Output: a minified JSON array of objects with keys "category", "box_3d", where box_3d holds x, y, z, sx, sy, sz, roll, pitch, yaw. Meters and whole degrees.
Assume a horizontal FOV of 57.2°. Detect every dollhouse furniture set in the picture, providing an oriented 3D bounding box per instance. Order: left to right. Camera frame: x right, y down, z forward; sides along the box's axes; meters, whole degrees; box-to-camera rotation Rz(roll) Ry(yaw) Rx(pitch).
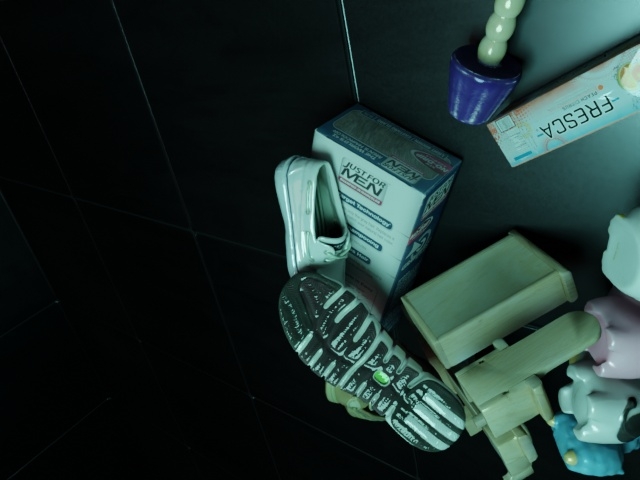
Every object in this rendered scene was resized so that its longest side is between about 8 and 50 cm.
[{"category":"dollhouse furniture set","box_3d":[0.267,0.190,0.764,0.355,0.174,0.303,60,-179,-29]}]

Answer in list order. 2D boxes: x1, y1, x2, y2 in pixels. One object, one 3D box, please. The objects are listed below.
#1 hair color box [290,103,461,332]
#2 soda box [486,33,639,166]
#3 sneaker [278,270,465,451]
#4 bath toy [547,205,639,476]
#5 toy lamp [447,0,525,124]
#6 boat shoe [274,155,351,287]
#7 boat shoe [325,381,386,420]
[{"category":"hair color box","box_3d":[0.063,-0.002,0.862,0.174,0.105,0.347,34,140,20]},{"category":"soda box","box_3d":[0.262,-0.140,0.586,0.183,0.063,0.058,-24,103,52]},{"category":"sneaker","box_3d":[0.065,0.154,0.785,0.281,0.106,0.162,44,-176,9]},{"category":"bath toy","box_3d":[0.353,0.110,0.655,0.129,0.151,0.348,0,126,0]},{"category":"toy lamp","box_3d":[0.185,-0.238,0.568,0.080,0.080,0.274,32,139,22]},{"category":"boat shoe","box_3d":[0.000,0.000,0.772,0.076,0.083,0.226,7,123,44]},{"category":"boat shoe","box_3d":[0.080,0.251,1.021,0.089,0.104,0.285,12,159,23]}]
